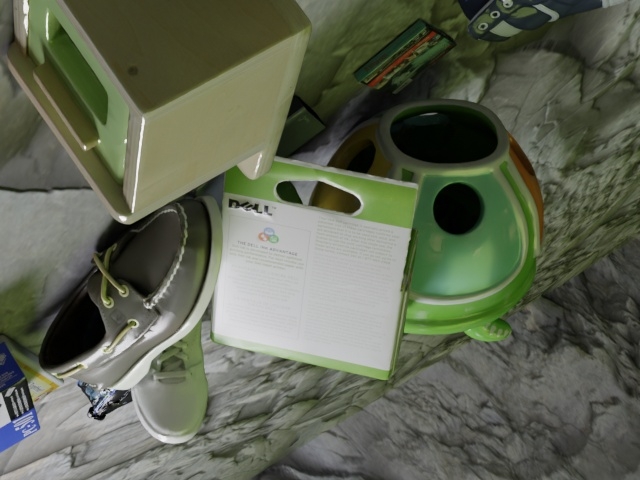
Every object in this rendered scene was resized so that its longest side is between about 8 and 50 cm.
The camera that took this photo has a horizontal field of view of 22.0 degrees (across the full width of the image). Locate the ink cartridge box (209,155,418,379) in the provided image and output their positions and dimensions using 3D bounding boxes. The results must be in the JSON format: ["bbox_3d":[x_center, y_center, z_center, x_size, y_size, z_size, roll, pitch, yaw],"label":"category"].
[{"bbox_3d":[0.000,0.000,1.595,0.097,0.189,0.255,-72,172,-48],"label":"ink cartridge box"}]

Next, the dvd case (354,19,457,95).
[{"bbox_3d":[0.087,-0.182,1.656,0.087,0.013,0.119,-39,166,15],"label":"dvd case"}]

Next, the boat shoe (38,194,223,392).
[{"bbox_3d":[-0.185,0.055,1.599,0.091,0.109,0.305,6,145,-28],"label":"boat shoe"}]

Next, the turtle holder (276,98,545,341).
[{"bbox_3d":[0.084,-0.037,1.769,0.243,0.320,0.227,-70,171,-45],"label":"turtle holder"}]

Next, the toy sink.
[{"bbox_3d":[-0.115,-0.115,1.078,0.131,0.152,0.234,-31,167,-18],"label":"toy sink"}]

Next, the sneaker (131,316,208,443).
[{"bbox_3d":[-0.153,0.098,1.689,0.080,0.212,0.094,1,155,-7],"label":"sneaker"}]

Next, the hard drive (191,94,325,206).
[{"bbox_3d":[-0.062,-0.086,1.598,0.135,0.022,0.094,-37,167,6],"label":"hard drive"}]

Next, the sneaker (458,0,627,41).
[{"bbox_3d":[0.173,-0.262,1.402,0.153,0.099,0.282,-18,155,11],"label":"sneaker"}]

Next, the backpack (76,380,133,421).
[{"bbox_3d":[-0.214,0.133,1.854,0.105,0.084,0.114,-24,167,-44],"label":"backpack"}]

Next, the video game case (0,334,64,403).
[{"bbox_3d":[-0.385,0.183,1.736,0.206,0.026,0.227,-34,166,-4],"label":"video game case"}]

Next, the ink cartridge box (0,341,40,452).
[{"bbox_3d":[-0.338,0.171,1.649,0.097,0.046,0.207,-30,166,-16],"label":"ink cartridge box"}]
